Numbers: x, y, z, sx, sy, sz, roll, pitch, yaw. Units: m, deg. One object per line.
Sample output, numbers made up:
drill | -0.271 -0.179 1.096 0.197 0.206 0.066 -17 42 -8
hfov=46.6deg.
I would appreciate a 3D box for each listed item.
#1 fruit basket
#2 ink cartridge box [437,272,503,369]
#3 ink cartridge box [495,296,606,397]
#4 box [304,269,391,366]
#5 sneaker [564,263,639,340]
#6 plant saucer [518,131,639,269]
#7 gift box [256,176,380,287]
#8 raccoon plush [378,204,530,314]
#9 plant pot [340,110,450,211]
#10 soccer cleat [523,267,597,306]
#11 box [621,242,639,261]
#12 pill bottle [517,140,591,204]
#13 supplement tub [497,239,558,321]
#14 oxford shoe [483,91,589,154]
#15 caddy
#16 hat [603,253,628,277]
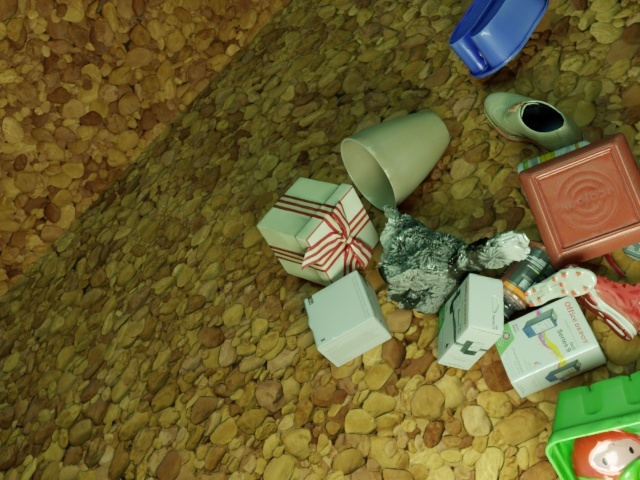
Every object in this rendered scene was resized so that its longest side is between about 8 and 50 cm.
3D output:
fruit basket | 0.635 0.439 1.371 0.392 0.283 0.392 -25 28 15
ink cartridge box | 0.356 0.196 1.780 0.086 0.208 0.153 13 55 -7
ink cartridge box | 0.521 0.243 1.708 0.212 0.093 0.154 -26 45 14
box | 0.072 0.214 2.036 0.181 0.119 0.181 -31 45 13
sneaker | 0.673 0.115 1.705 0.128 0.087 0.221 -35 64 -5
plant saucer | 0.623 -0.092 1.735 0.258 0.047 0.259 -22 78 21
gift box | 0.000 0.000 2.166 0.258 0.255 0.276 14 61 44
raccoon plush | 0.338 0.005 1.948 0.446 0.216 0.299 -16 45 26
plant pot | 0.244 -0.264 2.223 0.274 0.257 0.256 -35 41 -17
soccer cleat | 0.551 0.100 1.696 0.076 0.068 0.196 -22 -5 -38
box | 0.832 -0.008 1.675 0.232 0.059 0.183 29 92 45
pill bottle | 0.646 -0.174 1.910 0.245 0.136 0.136 -19 48 23
supplement tub | 0.495 0.102 1.827 0.198 0.106 0.106 -49 44 -7
oxford shoe | 0.586 -0.355 2.084 0.140 0.146 0.397 -47 40 -1
caddy | 0.567 -0.664 2.329 0.341 0.179 0.241 -56 21 -13
hat | 0.649 0.002 1.851 0.172 0.184 0.208 -18 5 25
